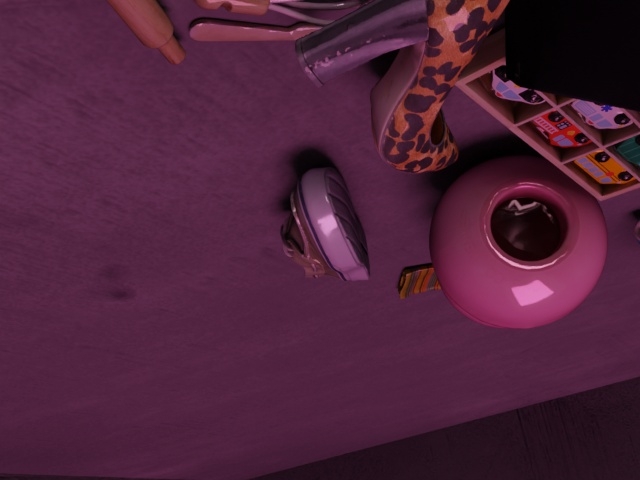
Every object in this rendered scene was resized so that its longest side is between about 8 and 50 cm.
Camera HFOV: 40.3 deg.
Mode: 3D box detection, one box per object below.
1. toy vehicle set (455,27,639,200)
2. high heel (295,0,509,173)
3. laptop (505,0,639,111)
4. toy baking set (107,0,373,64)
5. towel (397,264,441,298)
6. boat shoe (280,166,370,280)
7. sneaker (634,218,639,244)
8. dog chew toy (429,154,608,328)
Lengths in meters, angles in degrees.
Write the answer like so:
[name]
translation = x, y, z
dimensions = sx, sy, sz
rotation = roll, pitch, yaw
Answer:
[toy vehicle set]
translation = 0.276, -0.134, 0.844
dimensions = 0.267, 0.035, 0.166
rotation = 29, 143, -36
[high heel]
translation = 0.122, -0.140, 0.754
dimensions = 0.186, 0.093, 0.261
rotation = -22, 152, 25
[laptop]
translation = 0.288, -0.221, 0.660
dimensions = 0.264, 0.136, 0.234
rotation = -28, 145, -8
[toy baking set]
translation = -0.059, -0.192, 0.661
dimensions = 0.197, 0.030, 0.256
rotation = -13, 158, 6
[towel]
translation = 0.245, 0.052, 1.411
dimensions = 0.237, 0.021, 0.102
rotation = -9, 159, -4
[boat shoe]
translation = 0.000, 0.000, 1.060
dimensions = 0.094, 0.109, 0.302
rotation = -11, 161, 7
[sneaker]
translation = 0.570, -0.035, 1.263
dimensions = 0.229, 0.087, 0.092
rotation = -29, 151, 34
[dog chew toy]
translation = 0.237, 0.020, 1.112
dimensions = 0.207, 0.206, 0.332
rotation = -11, 167, 1
